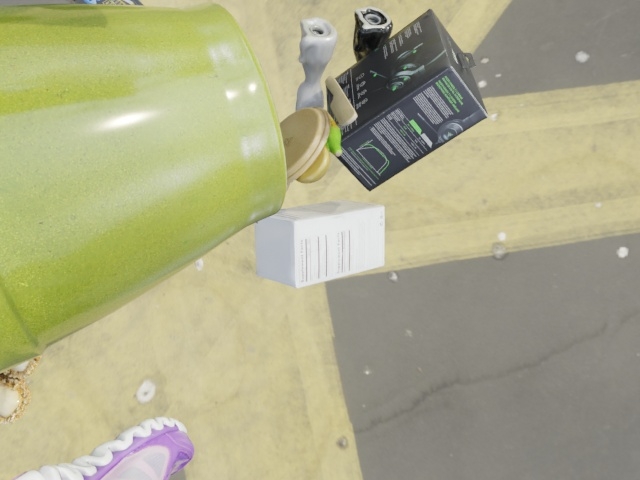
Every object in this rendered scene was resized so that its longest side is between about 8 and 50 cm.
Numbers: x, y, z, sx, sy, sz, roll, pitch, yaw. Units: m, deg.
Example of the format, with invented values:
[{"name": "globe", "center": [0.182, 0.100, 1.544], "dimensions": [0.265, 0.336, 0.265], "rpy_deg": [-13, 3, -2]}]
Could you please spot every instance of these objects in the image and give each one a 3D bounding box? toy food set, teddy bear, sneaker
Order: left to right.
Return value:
[{"name": "teddy bear", "center": [-0.629, 0.237, 1.365], "dimensions": [0.113, 0.338, 0.245], "rpy_deg": [5, 80, -40]}, {"name": "sneaker", "center": [-0.172, 0.225, 0.560], "dimensions": [0.104, 0.236, 0.095], "rpy_deg": [46, 107, 14]}, {"name": "toy food set", "center": [-0.029, -0.109, 0.858], "dimensions": [0.192, 0.132, 0.038], "rpy_deg": [-40, 127, 17]}]

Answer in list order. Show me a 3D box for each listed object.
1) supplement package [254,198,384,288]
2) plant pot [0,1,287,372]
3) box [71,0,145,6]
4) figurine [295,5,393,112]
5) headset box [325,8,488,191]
[{"name": "supplement package", "center": [0.000, 0.000, 1.406], "dimensions": [0.244, 0.139, 0.134], "rpy_deg": [-12, 106, -39]}, {"name": "plant pot", "center": [-0.235, -0.084, 0.700], "dimensions": [0.352, 0.366, 0.367], "rpy_deg": [-20, 98, -18]}, {"name": "box", "center": [-0.343, -0.375, 1.090], "dimensions": [0.295, 0.293, 0.073], "rpy_deg": [42, 91, 3]}, {"name": "figurine", "center": [0.039, -0.371, 1.465], "dimensions": [0.214, 0.092, 0.209], "rpy_deg": [-18, 142, -22]}, {"name": "headset box", "center": [0.159, -0.273, 1.296], "dimensions": [0.283, 0.246, 0.131], "rpy_deg": [-32, 125, 23]}]
